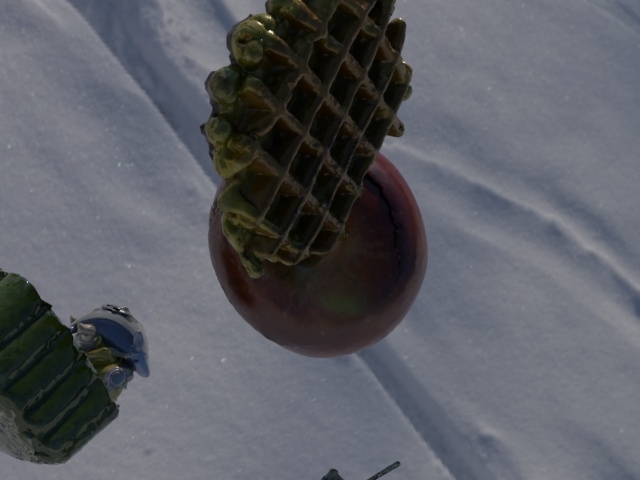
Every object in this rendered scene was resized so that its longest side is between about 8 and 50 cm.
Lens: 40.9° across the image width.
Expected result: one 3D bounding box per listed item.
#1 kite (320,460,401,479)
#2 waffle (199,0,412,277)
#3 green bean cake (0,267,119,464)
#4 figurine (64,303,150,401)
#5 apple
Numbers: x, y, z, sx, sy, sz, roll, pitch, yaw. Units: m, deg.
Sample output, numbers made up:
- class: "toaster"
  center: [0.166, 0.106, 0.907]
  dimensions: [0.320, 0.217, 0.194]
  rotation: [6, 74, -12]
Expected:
- class: "kite"
  center: [0.046, 0.339, 1.163]
  dimensions: [0.137, 0.152, 0.005]
  rotation: [57, 11, -40]
- class: "waffle"
  center: [0.000, -0.112, 0.828]
  dimensions: [0.058, 0.281, 0.301]
  rotation: [21, 56, 32]
- class: "green bean cake"
  center: [-0.334, 0.134, 0.915]
  dimensions: [0.113, 0.200, 0.214]
  rotation: [-44, 116, -34]
- class: "figurine"
  center: [-0.401, 0.202, 1.562]
  dimensions: [0.208, 0.128, 0.184]
  rotation: [28, 80, -24]
- class: "apple"
  center: [0.000, 0.000, 1.026]
  dimensions: [0.272, 0.251, 0.206]
  rotation: [42, 8, 8]
